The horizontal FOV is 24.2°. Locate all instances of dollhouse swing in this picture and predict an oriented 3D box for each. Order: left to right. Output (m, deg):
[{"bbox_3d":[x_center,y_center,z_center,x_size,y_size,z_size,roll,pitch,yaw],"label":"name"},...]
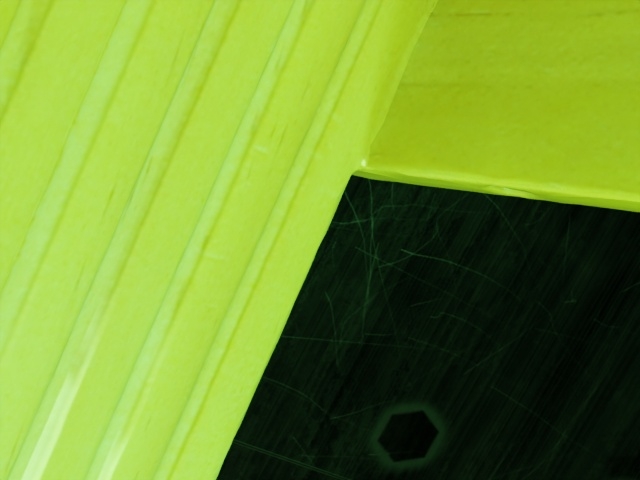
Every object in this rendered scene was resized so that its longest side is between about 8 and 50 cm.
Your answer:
[{"bbox_3d":[0.000,0.000,0.381,0.315,0.304,0.347,9,176,31],"label":"dollhouse swing"}]
